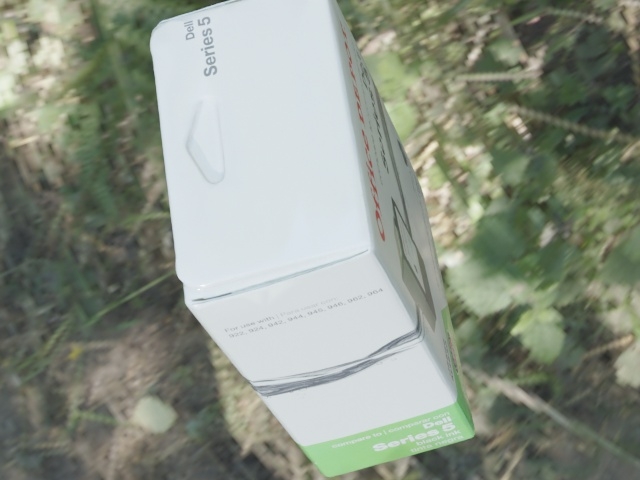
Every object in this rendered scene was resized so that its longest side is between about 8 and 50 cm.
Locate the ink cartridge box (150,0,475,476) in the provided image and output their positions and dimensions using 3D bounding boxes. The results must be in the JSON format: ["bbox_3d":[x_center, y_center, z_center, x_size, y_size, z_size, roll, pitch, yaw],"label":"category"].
[{"bbox_3d":[0.000,0.000,1.109,0.114,0.273,0.198,-16,59,9],"label":"ink cartridge box"}]
